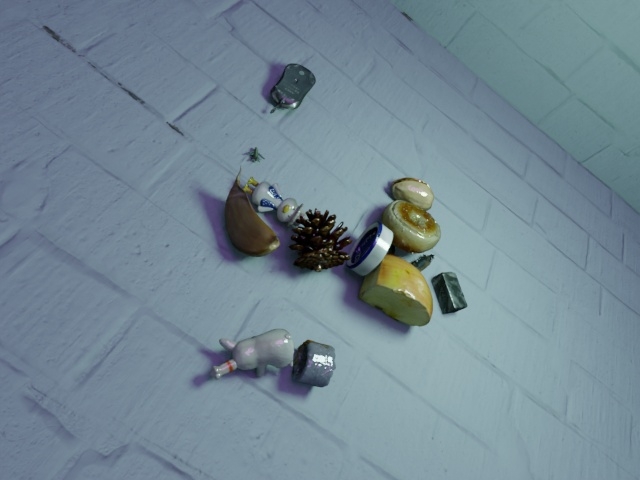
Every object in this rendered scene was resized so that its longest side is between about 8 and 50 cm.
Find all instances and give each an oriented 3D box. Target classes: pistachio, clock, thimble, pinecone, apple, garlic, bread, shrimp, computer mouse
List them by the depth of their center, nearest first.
[{"bbox_3d":[-0.022,0.437,1.563,0.118,0.127,0.151,22,57,-19],"label":"thimble"},{"bbox_3d":[-0.267,-0.089,1.676,0.151,0.196,0.338,-9,66,-49],"label":"garlic"},{"bbox_3d":[-0.001,-0.004,1.729,0.264,0.264,0.264,13,59,-23],"label":"pinecone"},{"bbox_3d":[0.331,0.214,1.837,0.309,0.252,0.314,25,16,-8],"label":"apple"},{"bbox_3d":[0.205,0.034,1.840,0.083,0.230,0.230,32,54,-12],"label":"clock"},{"bbox_3d":[0.407,-0.056,2.022,0.305,0.159,0.305,18,34,-13],"label":"bread"},{"bbox_3d":[0.421,0.063,2.057,0.262,0.051,0.198,-26,78,-33],"label":"shrimp"},{"bbox_3d":[-0.154,-0.719,2.143,0.167,0.090,0.379,33,60,-3],"label":"computer mouse"},{"bbox_3d":[0.458,-0.230,2.186,0.229,0.157,0.157,25,55,-8],"label":"pistachio"}]

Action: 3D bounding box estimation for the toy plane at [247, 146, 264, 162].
[{"bbox_3d":[-0.282,-0.372,1.916,0.080,0.033,0.083,11,53,-23],"label":"toy plane"}]

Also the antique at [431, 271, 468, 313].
[{"bbox_3d":[0.591,0.236,2.034,0.086,0.088,0.183,-2,65,-30],"label":"antique"}]

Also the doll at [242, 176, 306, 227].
[{"bbox_3d":[-0.178,-0.151,1.802,0.293,0.119,0.138,35,79,-9],"label":"doll"}]

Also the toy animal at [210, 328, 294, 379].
[{"bbox_3d":[-0.229,0.382,1.489,0.282,0.138,0.140,-14,62,-9],"label":"toy animal"}]
